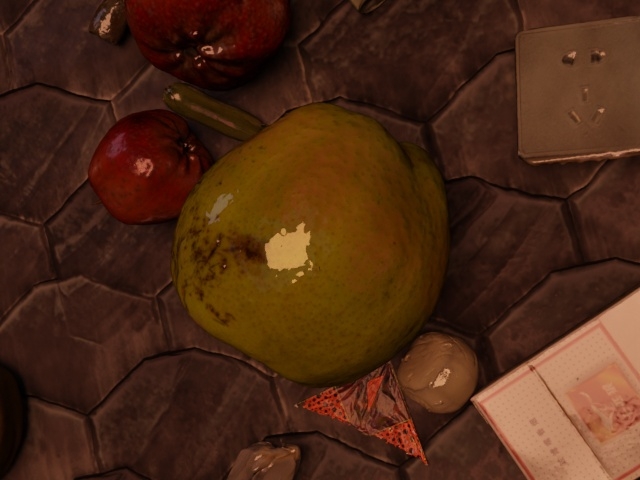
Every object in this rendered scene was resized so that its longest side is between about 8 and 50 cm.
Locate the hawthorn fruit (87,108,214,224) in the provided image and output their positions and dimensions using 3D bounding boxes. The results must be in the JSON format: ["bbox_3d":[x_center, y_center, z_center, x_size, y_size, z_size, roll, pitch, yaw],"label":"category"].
[{"bbox_3d":[-0.269,-0.098,1.417,0.200,0.179,0.179,-35,81,21],"label":"hawthorn fruit"}]

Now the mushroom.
[{"bbox_3d":[-0.134,0.400,1.415,0.278,0.099,0.096,-47,74,13],"label":"mushroom"}]

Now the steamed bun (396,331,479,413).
[{"bbox_3d":[0.175,0.190,1.330,0.091,0.130,0.112,35,82,-19],"label":"steamed bun"}]

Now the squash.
[{"bbox_3d":[-0.156,-0.192,1.420,0.183,0.052,0.052,21,95,-22],"label":"squash"}]

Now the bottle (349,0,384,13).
[{"bbox_3d":[0.025,-0.438,1.395,0.072,0.072,0.201,-40,80,11],"label":"bottle"}]

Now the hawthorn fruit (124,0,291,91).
[{"bbox_3d":[-0.153,-0.384,1.370,0.254,0.254,0.300,9,64,14],"label":"hawthorn fruit"}]

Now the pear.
[{"bbox_3d":[0.000,0.000,1.257,0.391,0.391,0.391,0,89,14],"label":"pear"}]

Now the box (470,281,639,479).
[{"bbox_3d":[0.404,0.211,1.280,0.330,0.095,0.210,-36,81,13],"label":"box"}]

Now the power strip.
[{"bbox_3d":[0.376,-0.203,1.306,0.198,0.064,0.213,-3,75,16],"label":"power strip"}]

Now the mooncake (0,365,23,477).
[{"bbox_3d":[-0.592,0.292,1.520,0.235,0.117,0.234,0,89,12],"label":"mooncake"}]

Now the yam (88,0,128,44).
[{"bbox_3d":[-0.292,-0.434,1.483,0.061,0.061,0.253,30,95,13],"label":"yam"}]

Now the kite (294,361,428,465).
[{"bbox_3d":[0.083,0.238,1.404,0.222,0.008,0.125,22,94,14],"label":"kite"}]
